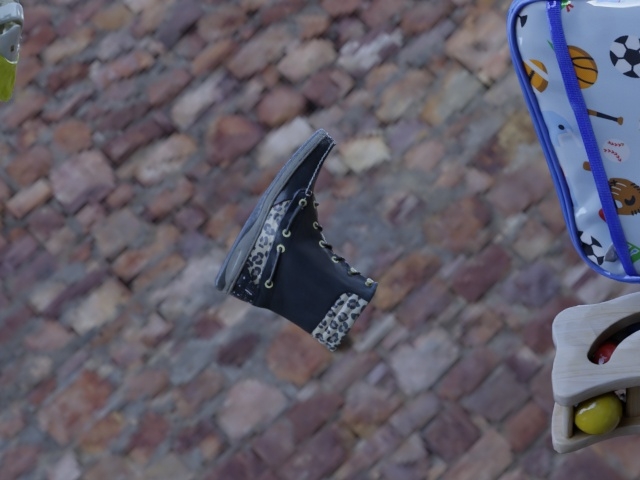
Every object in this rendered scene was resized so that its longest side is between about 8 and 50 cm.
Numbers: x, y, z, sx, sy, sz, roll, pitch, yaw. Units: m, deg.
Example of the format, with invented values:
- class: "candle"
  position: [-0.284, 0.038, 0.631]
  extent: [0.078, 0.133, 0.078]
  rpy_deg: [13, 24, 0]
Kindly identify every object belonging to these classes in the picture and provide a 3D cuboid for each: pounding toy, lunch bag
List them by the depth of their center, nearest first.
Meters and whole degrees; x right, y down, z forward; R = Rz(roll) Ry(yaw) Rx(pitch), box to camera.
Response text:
- class: "lunch bag"
  position: [0.281, -0.092, 1.167]
  extent: [0.115, 0.243, 0.303]
  rpy_deg: [-52, -49, -41]
- class: "pounding toy"
  position: [0.328, 0.140, 1.286]
  extent: [0.269, 0.154, 0.155]
  rpy_deg: [-13, -48, -6]

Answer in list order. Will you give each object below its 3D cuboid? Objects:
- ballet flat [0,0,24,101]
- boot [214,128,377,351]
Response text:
- class: "ballet flat"
  position: [-0.317, -0.210, 1.343]
  extent: [0.077, 0.077, 0.231]
  rpy_deg: [-22, -38, 8]
- class: "boot"
  position: [-0.001, 0.001, 1.810]
  extent: [0.236, 0.178, 0.085]
  rpy_deg: [-58, 2, -9]
